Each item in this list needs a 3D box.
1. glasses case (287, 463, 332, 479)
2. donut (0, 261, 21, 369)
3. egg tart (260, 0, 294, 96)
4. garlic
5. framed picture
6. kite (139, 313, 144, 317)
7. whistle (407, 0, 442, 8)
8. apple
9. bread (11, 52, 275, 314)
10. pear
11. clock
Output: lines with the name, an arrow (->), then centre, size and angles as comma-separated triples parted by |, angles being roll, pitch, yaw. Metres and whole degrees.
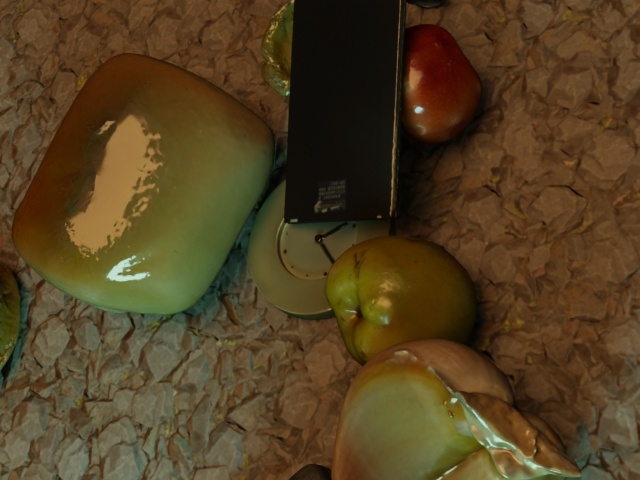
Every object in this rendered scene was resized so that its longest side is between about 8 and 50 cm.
glasses case -> -0.087, 0.440, 1.626 | 0.323, 0.074, 0.131 | -40, 56, 11
donut -> -0.663, 0.139, 2.013 | 0.330, 0.160, 0.330 | -14, 58, 24
egg tart -> 0.002, -0.294, 1.842 | 0.197, 0.078, 0.197 | -10, 68, 25
garlic -> 0.151, 0.276, 1.438 | 0.313, 0.286, 0.249 | -58, 11, 37
framed picture -> 0.030, -0.194, 1.691 | 0.255, 0.014, 0.338 | -2, 84, 54
kite -> -0.318, 0.022, 1.947 | 0.183, 0.014, 0.241 | -40, 59, 12
whistle -> 0.181, -0.499, 1.827 | 0.062, 0.062, 0.304 | 3, 74, 30
apple -> 0.149, -0.220, 1.683 | 0.139, 0.163, 0.163 | -39, 57, -3
bread -> -0.273, -0.080, 1.809 | 0.348, 0.253, 0.376 | 29, 88, 24
pear -> 0.109, 0.084, 1.582 | 0.200, 0.200, 0.200 | -10, 67, 26
clock -> 0.000, 0.000, 1.768 | 0.235, 0.029, 0.235 | -10, 66, 25
